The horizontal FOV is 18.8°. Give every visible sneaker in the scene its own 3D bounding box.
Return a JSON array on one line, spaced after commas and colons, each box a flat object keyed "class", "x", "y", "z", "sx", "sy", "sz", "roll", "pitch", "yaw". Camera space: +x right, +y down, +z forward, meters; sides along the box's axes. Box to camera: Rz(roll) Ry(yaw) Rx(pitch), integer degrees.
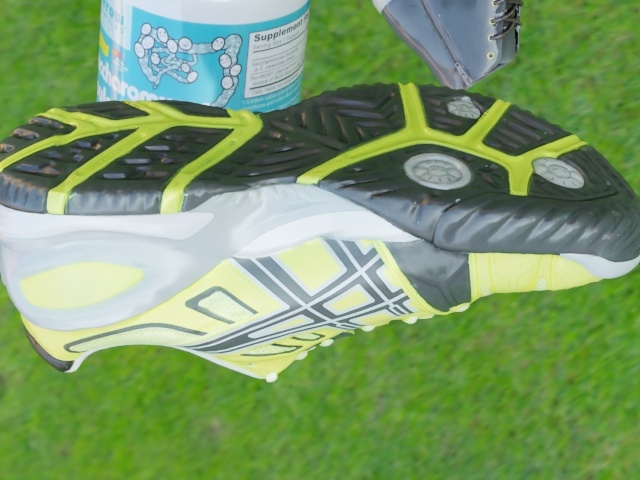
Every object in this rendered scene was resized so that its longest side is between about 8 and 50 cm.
[{"class": "sneaker", "x": 0.000, "y": 0.000, "z": 1.148, "sx": 0.384, "sy": 0.145, "sz": 0.147, "roll": 1, "pitch": 123, "yaw": -3}, {"class": "sneaker", "x": 0.154, "y": -0.220, "z": 1.603, "sx": 0.222, "sy": 0.083, "sz": 0.118, "roll": -40, "pitch": 84, "yaw": 38}]

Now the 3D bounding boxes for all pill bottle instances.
[{"class": "pill bottle", "x": -0.083, "y": -0.137, "z": 1.356, "sx": 0.146, "sy": 0.146, "sz": 0.264, "roll": 23, "pitch": 124, "yaw": 27}]
